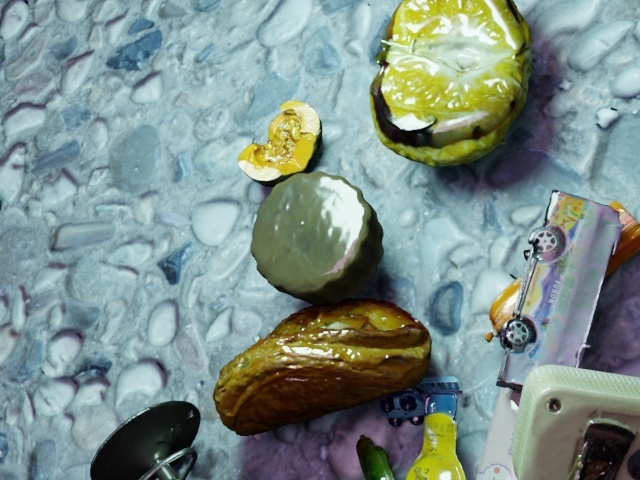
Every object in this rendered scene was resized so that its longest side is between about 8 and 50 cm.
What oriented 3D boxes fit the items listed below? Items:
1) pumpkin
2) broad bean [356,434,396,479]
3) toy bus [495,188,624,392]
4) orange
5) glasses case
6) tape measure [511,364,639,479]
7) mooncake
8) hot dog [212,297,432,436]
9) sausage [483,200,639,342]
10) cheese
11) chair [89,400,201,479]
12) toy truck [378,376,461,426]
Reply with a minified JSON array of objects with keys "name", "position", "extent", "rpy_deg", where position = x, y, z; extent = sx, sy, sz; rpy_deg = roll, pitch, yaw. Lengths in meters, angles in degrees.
[{"name":"pumpkin","position":[-0.071,-0.176,1.987],"extent":[0.119,0.107,0.183],"rpy_deg":[39,81,25]},{"name":"broad bean","position":[0.087,0.457,1.649],"extent":[0.144,0.049,0.292],"rpy_deg":[-24,55,54]},{"name":"toy bus","position":[0.365,0.089,1.574],"extent":[0.138,0.112,0.317],"rpy_deg":[16,83,11]},{"name":"orange","position":[0.247,-0.288,1.822],"extent":[0.271,0.210,0.369],"rpy_deg":[6,70,25]},{"name":"glasses case","position":[0.318,0.338,1.600],"extent":[0.113,0.075,0.297],"rpy_deg":[9,72,28]},{"name":"tape measure","position":[0.418,0.313,1.462],"extent":[0.271,0.133,0.231],"rpy_deg":[6,104,0]},{"name":"mooncake","position":[0.000,0.000,1.766],"extent":[0.228,0.124,0.228],"rpy_deg":[-9,68,23]},{"name":"hot dog","position":[-0.004,0.205,1.720],"extent":[0.387,0.267,0.174],"rpy_deg":[-20,98,19]},{"name":"sausage","position":[0.393,0.065,1.673],"extent":[0.312,0.093,0.093],"rpy_deg":[-39,58,6]},{"name":"cheese","position":[0.185,0.376,1.615],"extent":[0.177,0.069,0.270],"rpy_deg":[-17,67,61]},{"name":"chair","position":[-0.192,0.482,1.694],"extent":[0.226,0.226,0.401],"rpy_deg":[-46,58,1]},{"name":"toy truck","position":[0.166,0.269,1.714],"extent":[0.136,0.063,0.074],"rpy_deg":[-4,46,23]}]
